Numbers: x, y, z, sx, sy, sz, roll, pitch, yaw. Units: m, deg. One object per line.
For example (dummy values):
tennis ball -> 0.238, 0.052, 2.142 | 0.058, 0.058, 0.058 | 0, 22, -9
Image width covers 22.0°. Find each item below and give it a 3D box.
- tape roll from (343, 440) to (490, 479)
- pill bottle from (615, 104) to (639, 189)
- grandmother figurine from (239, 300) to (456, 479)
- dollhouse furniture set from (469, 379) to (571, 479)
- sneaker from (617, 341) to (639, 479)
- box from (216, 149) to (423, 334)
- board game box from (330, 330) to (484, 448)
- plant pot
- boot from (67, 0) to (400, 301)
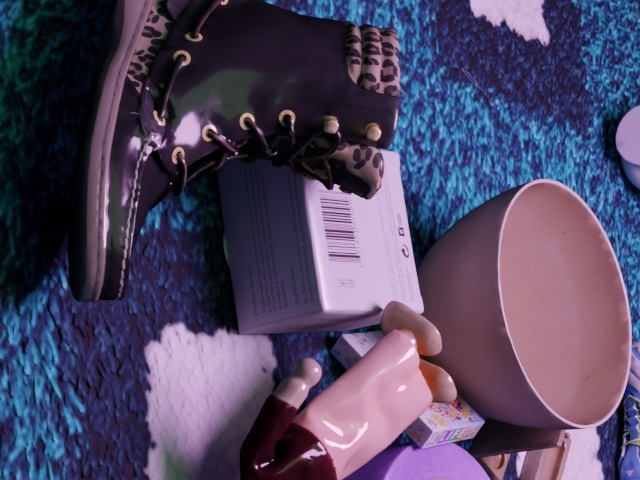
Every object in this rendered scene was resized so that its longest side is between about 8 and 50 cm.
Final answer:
tape roll -> 0.102, 0.353, 1.756 | 0.275, 0.090, 0.275 | 22, 61, -46
pill bottle -> 0.542, -0.121, 2.438 | 0.264, 0.146, 0.146 | 21, 62, -47
grandmother figurine -> -0.011, 0.211, 1.591 | 0.342, 0.104, 0.208 | -36, 113, -32
dollhouse furniture set -> 0.287, 0.246, 2.001 | 0.151, 0.123, 0.144 | 51, 43, -28
sneaker -> 0.451, 0.263, 2.236 | 0.126, 0.091, 0.240 | -25, 99, -52
box -> 0.000, 0.000, 1.718 | 0.182, 0.119, 0.181 | 3, 76, -52
board game box -> 0.095, 0.159, 1.789 | 0.154, 0.026, 0.103 | 46, 27, 27
plant pot -> 0.205, 0.087, 1.894 | 0.284, 0.191, 0.284 | 20, 63, -47
boot -> -0.078, -0.093, 1.536 | 0.284, 0.138, 0.377 | 13, 55, -10
